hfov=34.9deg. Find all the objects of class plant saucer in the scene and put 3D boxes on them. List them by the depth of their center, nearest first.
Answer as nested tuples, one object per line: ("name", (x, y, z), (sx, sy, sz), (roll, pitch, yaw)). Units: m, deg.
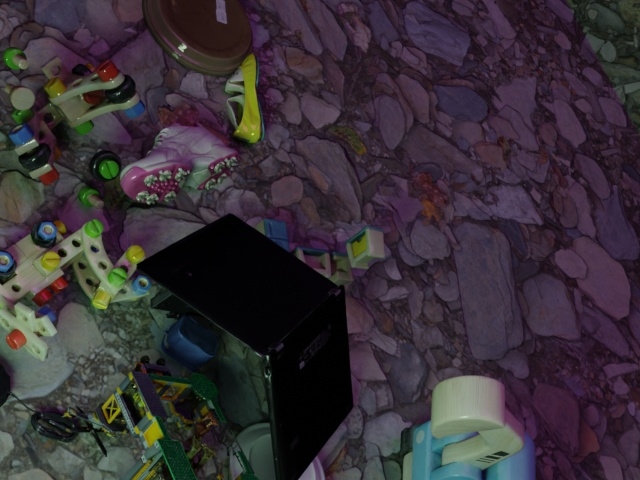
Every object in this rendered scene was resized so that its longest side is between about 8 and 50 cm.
("plant saucer", (-0.266, -0.495, 2.281), (0.277, 0.041, 0.278), (19, 53, -27))

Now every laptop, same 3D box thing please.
("laptop", (-0.118, 0.189, 1.864), (0.382, 0.236, 0.408), (-37, 124, -64))

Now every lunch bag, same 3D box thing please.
("lunch bag", (-0.245, 0.190, 1.859), (0.098, 0.065, 0.067), (39, 27, -15))

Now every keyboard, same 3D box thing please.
("keyboard", (-0.237, 0.115, 1.874), (0.180, 0.108, 0.023), (19, 43, -54))

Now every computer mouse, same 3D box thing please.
("computer mouse", (-0.500, 0.261, 1.650), (0.242, 0.041, 0.071), (39, 30, -18))

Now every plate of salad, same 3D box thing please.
("plate of salad", (-0.080, 0.426, 1.855), (0.199, 0.048, 0.200), (22, 42, -22))

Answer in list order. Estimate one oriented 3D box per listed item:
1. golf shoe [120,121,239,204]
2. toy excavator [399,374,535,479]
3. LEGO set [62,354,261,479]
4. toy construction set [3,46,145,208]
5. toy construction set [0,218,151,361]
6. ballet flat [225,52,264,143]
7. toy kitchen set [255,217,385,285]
("golf shoe", (-0.298, -0.158, 2.005), (0.140, 0.115, 0.306), (50, 32, 14))
("toy excavator", (0.294, 0.403, 1.874), (0.432, 0.445, 0.222), (24, 51, -24))
("LEGO set", (-0.259, 0.376, 1.680), (0.255, 0.192, 0.331), (12, 36, -54))
("toy construction set", (-0.506, -0.252, 1.857), (0.309, 0.257, 0.237), (28, 4, -42))
("toy construction set", (-0.447, 0.079, 1.730), (0.215, 0.151, 0.327), (49, 35, -2))
("ballet flat", (-0.169, -0.317, 2.226), (0.077, 0.077, 0.231), (3, 63, -17))
("toy kitchen set", (0.000, 0.000, 2.091), (0.207, 0.166, 0.122), (8, 59, -34))
